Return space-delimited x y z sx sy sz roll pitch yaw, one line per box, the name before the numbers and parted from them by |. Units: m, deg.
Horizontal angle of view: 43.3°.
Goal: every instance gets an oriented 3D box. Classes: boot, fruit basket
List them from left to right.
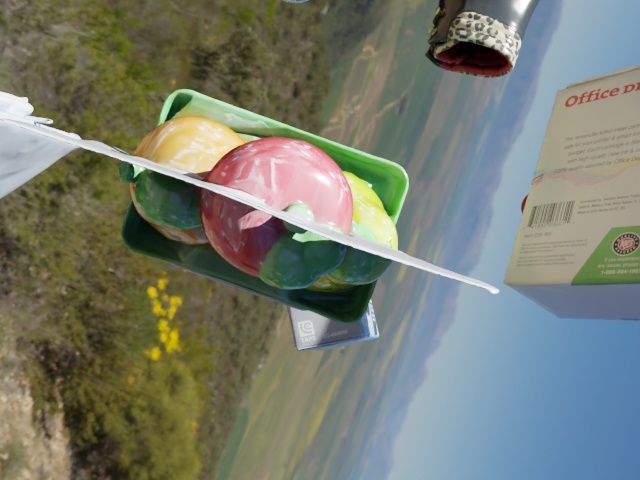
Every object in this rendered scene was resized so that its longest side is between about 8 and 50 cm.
fruit basket | -0.052 -0.016 0.663 0.353 0.327 0.165 -101 -149 -82
boot | 0.139 -0.288 0.900 0.178 0.237 0.085 -65 161 -17

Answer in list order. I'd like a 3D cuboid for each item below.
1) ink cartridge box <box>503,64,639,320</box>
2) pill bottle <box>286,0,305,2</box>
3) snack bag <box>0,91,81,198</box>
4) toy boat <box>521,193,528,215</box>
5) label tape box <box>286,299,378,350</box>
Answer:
ink cartridge box | 0.269 -0.042 0.704 0.154 0.093 0.212 -7 -120 53
pill bottle | -0.021 -0.443 1.188 0.208 0.118 0.117 156 -43 -76
snack bag | -0.421 -0.049 0.818 0.323 0.037 0.342 -32 179 4
toy boat | 0.433 -0.064 1.088 0.148 0.318 0.267 23 57 -60
label tape box | 0.000 0.000 1.313 0.249 0.115 0.347 35 44 -78
